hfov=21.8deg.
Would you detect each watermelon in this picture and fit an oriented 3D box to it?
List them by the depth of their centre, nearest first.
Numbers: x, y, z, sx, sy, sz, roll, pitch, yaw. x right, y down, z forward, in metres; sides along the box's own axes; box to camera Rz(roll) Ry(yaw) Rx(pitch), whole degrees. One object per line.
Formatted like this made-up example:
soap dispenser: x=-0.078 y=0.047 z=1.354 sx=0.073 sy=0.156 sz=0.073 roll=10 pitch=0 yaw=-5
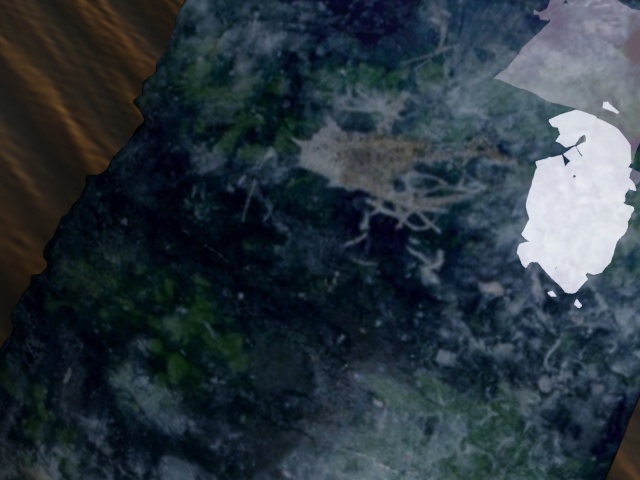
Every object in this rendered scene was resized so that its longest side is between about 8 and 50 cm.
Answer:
watermelon: x=0.000 y=0.000 z=0.487 sx=0.148 sy=0.318 sz=0.226 roll=24 pitch=-10 yaw=-6
